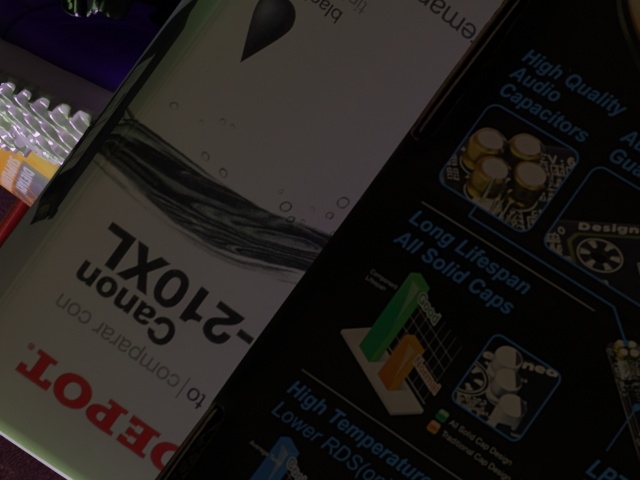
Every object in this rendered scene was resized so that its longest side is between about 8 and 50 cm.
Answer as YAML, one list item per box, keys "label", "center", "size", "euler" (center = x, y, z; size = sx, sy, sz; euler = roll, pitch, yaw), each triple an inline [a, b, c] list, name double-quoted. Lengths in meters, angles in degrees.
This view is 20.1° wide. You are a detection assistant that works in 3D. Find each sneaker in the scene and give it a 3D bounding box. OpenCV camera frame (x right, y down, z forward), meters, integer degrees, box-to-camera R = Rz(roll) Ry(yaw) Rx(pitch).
- label: "sneaker"
  center: [-0.081, -0.098, 0.793]
  size: [0.293, 0.146, 0.102]
  euler: [26, 162, 41]

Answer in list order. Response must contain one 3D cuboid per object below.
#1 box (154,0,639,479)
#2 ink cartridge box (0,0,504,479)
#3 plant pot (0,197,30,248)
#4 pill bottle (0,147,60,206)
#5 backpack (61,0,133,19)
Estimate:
- label: "box"
  center: [0.116, 0.089, 0.406]
  size: [0.295, 0.293, 0.073]
  euler: [33, 172, 20]
- label: "ink cartridge box"
  center: [0.000, 0.000, 0.632]
  size: [0.172, 0.237, 0.100]
  euler: [37, 174, -14]
- label: "plant pot"
  center: [-0.067, 0.028, 1.285]
  size: [0.267, 0.267, 0.236]
  euler: [35, -173, 4]
- label: "pill bottle"
  center: [-0.036, -0.030, 0.982]
  size: [0.278, 0.162, 0.162]
  euler: [36, 174, -1]
- label: "backpack"
  center: [-0.089, -0.146, 0.593]
  size: [0.152, 0.115, 0.182]
  euler: [26, 179, -27]
